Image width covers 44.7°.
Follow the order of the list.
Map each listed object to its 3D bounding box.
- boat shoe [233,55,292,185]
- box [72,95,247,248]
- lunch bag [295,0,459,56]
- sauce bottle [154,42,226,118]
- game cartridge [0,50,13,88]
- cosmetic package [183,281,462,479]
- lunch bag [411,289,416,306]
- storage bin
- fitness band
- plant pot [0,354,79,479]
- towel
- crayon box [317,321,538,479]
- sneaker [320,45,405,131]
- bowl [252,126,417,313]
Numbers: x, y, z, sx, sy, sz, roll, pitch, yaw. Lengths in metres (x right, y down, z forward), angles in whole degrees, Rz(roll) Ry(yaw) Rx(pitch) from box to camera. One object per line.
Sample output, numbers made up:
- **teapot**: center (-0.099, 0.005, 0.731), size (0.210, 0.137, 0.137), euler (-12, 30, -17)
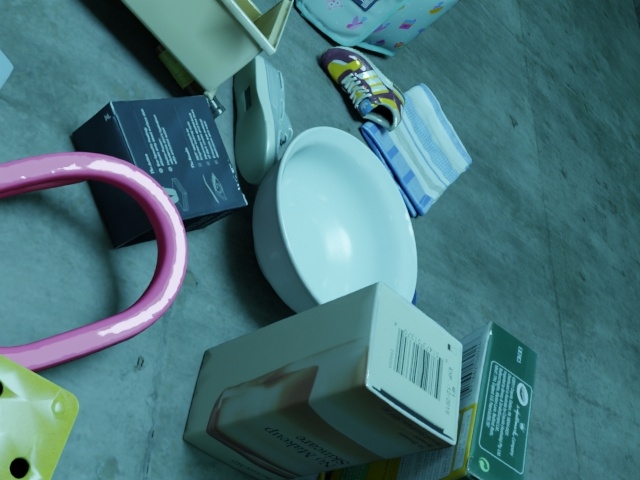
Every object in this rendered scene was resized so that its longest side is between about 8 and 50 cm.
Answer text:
- **boat shoe**: center (-0.078, -0.179, 1.167), size (0.081, 0.079, 0.228), euler (17, 55, -38)
- **box**: center (-0.198, -0.088, 0.970), size (0.158, 0.093, 0.156), euler (-17, 85, -52)
- **lunch bag**: center (0.108, -0.466, 1.418), size (0.262, 0.223, 0.160), euler (0, 64, -48)
- **sauce bottle**: center (-0.183, -0.229, 1.105), size (0.128, 0.042, 0.042), euler (56, 39, -12)
- **game cartridge**: center (-0.453, -0.158, 0.753), size (0.198, 0.062, 0.297), euler (56, 39, -17)
- **cosmetic package**: center (-0.002, 0.174, 0.891), size (0.153, 0.296, 0.129), euler (36, 48, -29)
- **lunch bag**: center (0.111, 0.107, 1.241), size (0.067, 0.065, 0.099), euler (51, 37, -41)
- **storage bin**: center (-0.176, -0.371, 1.086), size (0.262, 0.123, 0.260), euler (46, 26, -22)
- **fitness band**: center (-0.275, 0.020, 0.791), size (0.290, 0.054, 0.209), euler (-18, 85, -33)
- **plant pot**: center (-0.319, 0.177, 0.615), size (0.212, 0.187, 0.212), euler (39, 46, -28)
- **towel**: center (0.196, -0.184, 1.518), size (0.209, 0.034, 0.285), euler (58, 39, -8)
- **crayon box**: center (0.116, 0.257, 0.949), size (0.083, 0.323, 0.203), euler (35, 46, -14)
- **sneaker**: center (0.075, -0.270, 1.386), size (0.185, 0.069, 0.084), euler (32, 45, -18)
- **bowl**: center (0.000, 0.000, 1.108), size (0.297, 0.134, 0.298), euler (25, 55, -43)
